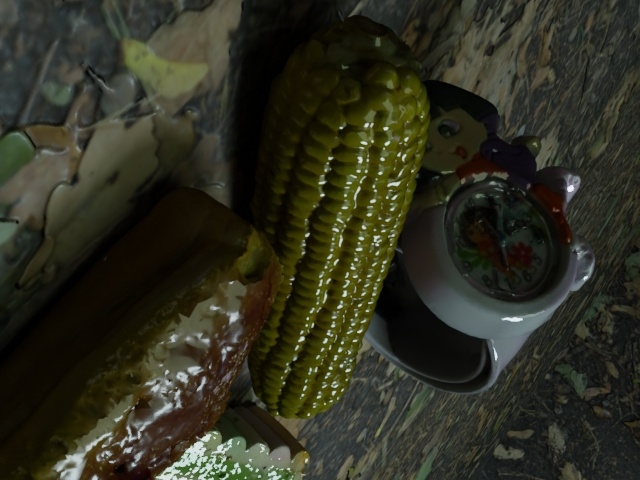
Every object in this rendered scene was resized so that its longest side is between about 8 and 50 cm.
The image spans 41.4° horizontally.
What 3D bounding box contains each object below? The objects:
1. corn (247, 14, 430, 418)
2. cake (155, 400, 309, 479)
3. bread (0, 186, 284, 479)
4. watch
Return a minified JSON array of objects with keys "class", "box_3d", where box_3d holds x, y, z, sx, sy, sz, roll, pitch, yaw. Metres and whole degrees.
[{"class":"corn","box_3d":[0.000,0.000,0.650,0.120,0.120,0.363,-34,147,-43]},{"class":"cake","box_3d":[-0.096,0.208,0.741,0.109,0.090,0.225,-57,155,4]},{"class":"bread","box_3d":[-0.154,0.148,0.540,0.380,0.109,0.185,-52,154,-20]},{"class":"watch","box_3d":[0.111,0.003,0.789,0.196,0.244,0.231,-42,173,-27]}]
